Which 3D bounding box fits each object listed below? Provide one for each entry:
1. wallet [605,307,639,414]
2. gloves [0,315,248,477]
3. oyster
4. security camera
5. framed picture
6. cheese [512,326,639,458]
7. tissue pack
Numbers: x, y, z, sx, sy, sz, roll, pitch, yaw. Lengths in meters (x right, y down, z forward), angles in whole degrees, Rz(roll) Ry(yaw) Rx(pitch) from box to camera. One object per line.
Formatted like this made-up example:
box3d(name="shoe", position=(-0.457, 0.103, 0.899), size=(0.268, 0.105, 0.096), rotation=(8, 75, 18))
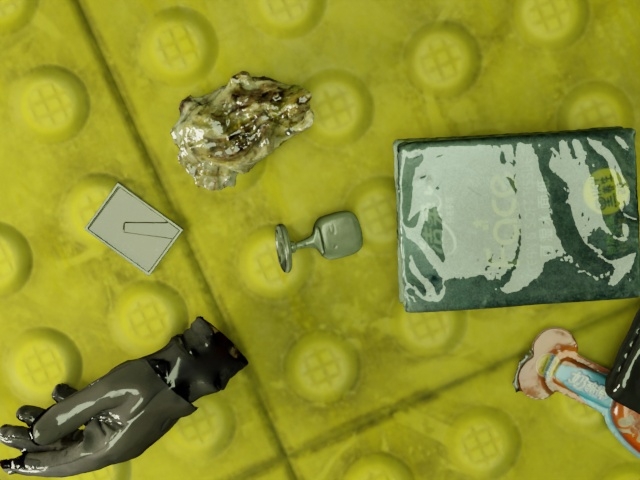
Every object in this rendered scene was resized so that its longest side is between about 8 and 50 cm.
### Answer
box3d(name="wallet", position=(0.530, 0.161, 1.622), size=(0.406, 0.062, 0.228), rotation=(28, 82, -5))
box3d(name="gloves", position=(-0.215, 0.175, 1.591), size=(0.285, 0.142, 0.119), rotation=(-24, 68, 2))
box3d(name="oyster", position=(-0.086, -0.129, 1.598), size=(0.165, 0.053, 0.108), rotation=(-32, 86, 9))
box3d(name="security camera", position=(0.000, 0.000, 1.620), size=(0.092, 0.058, 0.058), rotation=(-10, 97, -13))
box3d(name="framed picture", position=(-0.204, -0.012, 1.628), size=(0.089, 0.006, 0.066), rotation=(35, 94, -5))
box3d(name="cheese", position=(0.338, 0.179, 1.648), size=(0.256, 0.037, 0.106), rotation=(25, 93, -5))
box3d(name="tissue pack", position=(0.209, -0.023, 1.601), size=(0.257, 0.081, 0.185), rotation=(-4, 96, -2))
